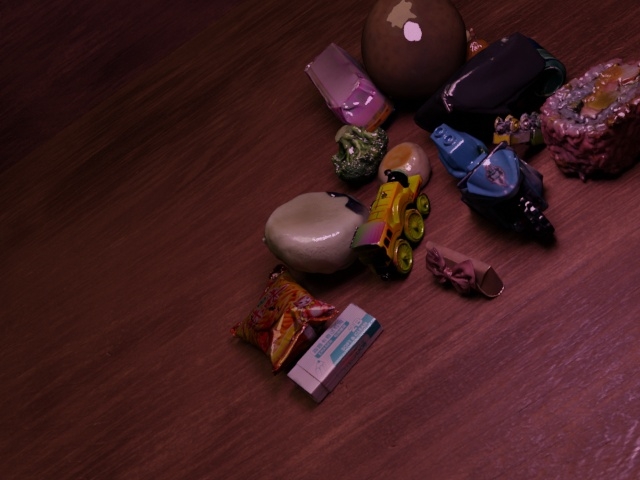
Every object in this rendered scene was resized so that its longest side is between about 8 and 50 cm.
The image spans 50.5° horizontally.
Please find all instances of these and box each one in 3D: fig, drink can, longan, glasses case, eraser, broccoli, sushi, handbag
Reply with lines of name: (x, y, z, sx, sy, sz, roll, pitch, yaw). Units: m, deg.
fig: (0.444, -0.521, 1.949, 0.119, 0.153, 0.119, -17, 63, 38)
drink can: (0.561, -0.464, 1.815, 0.118, 0.118, 0.205, -29, 38, 9)
longan: (0.261, -0.551, 1.906, 0.319, 0.319, 0.319, -21, 41, 19)
glasses case: (0.295, 0.065, 1.487, 0.193, 0.102, 0.070, 26, 75, 48)
eraser: (0.034, 0.250, 1.533, 0.225, 0.052, 0.095, -47, 42, -14)
broccoli: (0.111, -0.244, 1.897, 0.195, 0.156, 0.195, -29, 27, 16)
sushi: (0.634, -0.277, 1.527, 0.270, 0.171, 0.236, -39, 38, -7)
handbag: (0.399, -0.355, 1.724, 0.275, 0.178, 0.302, -45, 4, -10)

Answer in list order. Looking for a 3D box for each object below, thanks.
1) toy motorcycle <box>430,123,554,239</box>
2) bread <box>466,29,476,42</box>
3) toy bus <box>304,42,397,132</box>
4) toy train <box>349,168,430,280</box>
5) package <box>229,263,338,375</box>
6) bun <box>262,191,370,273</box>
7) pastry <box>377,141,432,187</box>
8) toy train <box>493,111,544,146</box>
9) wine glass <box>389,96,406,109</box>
toy motorcycle: (0.377, -0.160, 1.549, 0.172, 0.232, 0.416, -43, 37, 11)
bread: (0.390, -0.567, 2.096, 0.139, 0.060, 0.178, 2, 52, 38)
toy bus: (0.082, -0.467, 2.115, 0.171, 0.162, 0.386, -48, 36, 16)
toy train: (0.177, -0.049, 1.649, 0.100, 0.160, 0.296, -11, 44, 39)
package: (-0.092, 0.200, 1.645, 0.223, 0.108, 0.288, -48, 31, -5)
bun: (0.000, 0.000, 1.730, 0.283, 0.179, 0.283, -9, 30, 5)
pastry: (0.221, -0.191, 1.817, 0.156, 0.092, 0.156, -27, 34, 20)
toy train: (0.488, -0.263, 1.629, 0.202, 0.081, 0.060, -14, 21, -37)
wine glass: (0.253, -0.512, 2.141, 0.074, 0.074, 0.262, -13, 46, 27)
